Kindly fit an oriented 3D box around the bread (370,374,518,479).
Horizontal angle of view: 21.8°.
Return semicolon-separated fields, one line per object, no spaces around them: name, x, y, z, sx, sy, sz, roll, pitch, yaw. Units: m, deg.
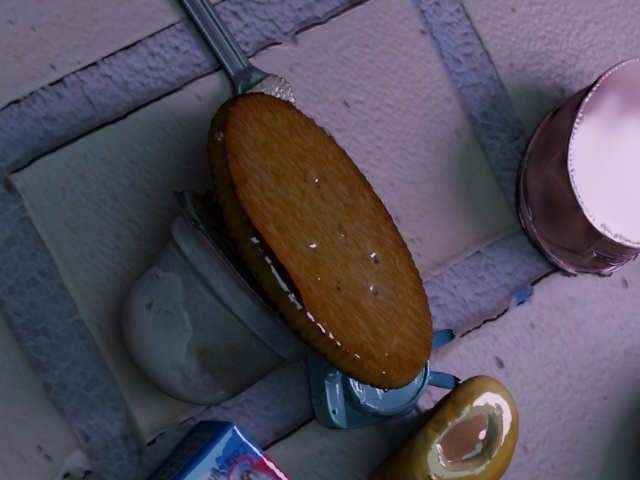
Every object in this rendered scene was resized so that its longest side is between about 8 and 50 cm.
bread;0.121;0.200;1.529;0.085;0.173;0.134;42;71;4

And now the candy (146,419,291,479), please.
candy;-0.043;0.320;1.482;0.157;0.100;0.306;-45;102;-21

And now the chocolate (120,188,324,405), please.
chocolate;-0.098;0.068;1.470;0.147;0.221;0.221;-41;101;11

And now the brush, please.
brush;-0.109;-0.213;1.556;0.062;0.027;0.266;-37;98;-22

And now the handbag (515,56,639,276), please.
handbag;0.295;-0.071;1.654;0.179;0.116;0.205;37;71;-14

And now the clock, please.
clock;0.061;0.119;1.576;0.147;0.045;0.108;-6;87;-23

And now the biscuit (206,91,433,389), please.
biscuit;0.000;0.000;1.473;0.305;0.038;0.305;44;27;-29
